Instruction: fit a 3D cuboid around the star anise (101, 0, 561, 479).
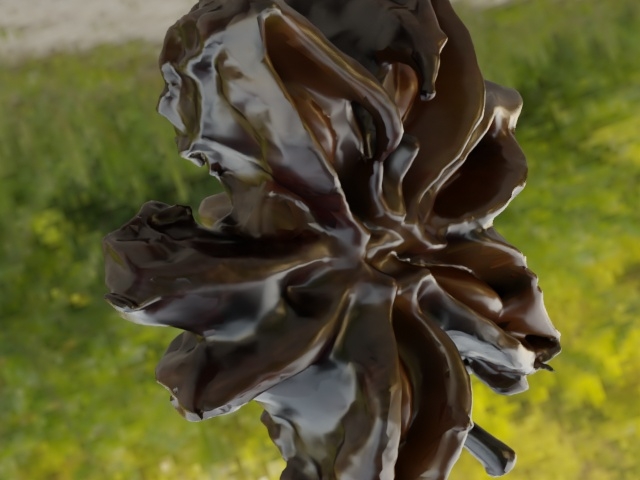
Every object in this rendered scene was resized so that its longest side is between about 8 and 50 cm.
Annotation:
[{"bbox_3d":[0.000,0.000,0.701,0.125,0.220,0.190,2,-172,31],"label":"star anise"}]
